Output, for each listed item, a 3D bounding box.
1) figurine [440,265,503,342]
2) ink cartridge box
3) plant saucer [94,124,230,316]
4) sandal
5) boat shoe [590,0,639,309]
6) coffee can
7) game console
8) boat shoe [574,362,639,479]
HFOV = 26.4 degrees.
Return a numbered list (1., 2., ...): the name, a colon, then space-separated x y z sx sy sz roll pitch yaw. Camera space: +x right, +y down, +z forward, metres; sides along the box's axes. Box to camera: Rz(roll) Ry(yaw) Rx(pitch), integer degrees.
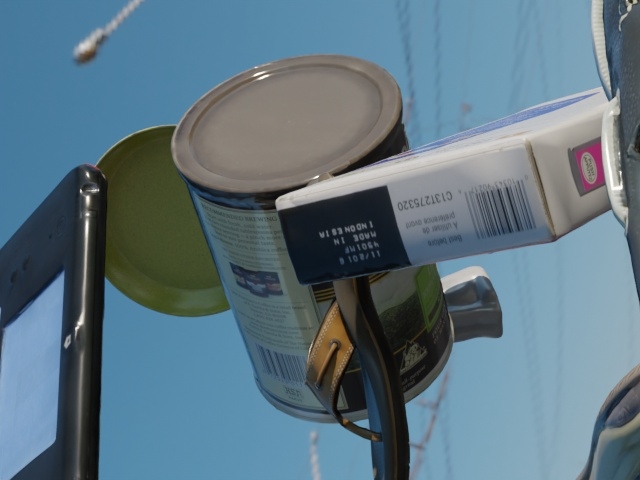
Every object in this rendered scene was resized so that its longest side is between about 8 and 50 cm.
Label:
1. figurine: 0.086 0.046 1.497 0.092 0.209 0.215 -108 7 -49
2. ink cartridge box: 0.150 -0.057 0.894 0.371 0.175 0.069 -26 -79 -51
3. plant saucer: -0.159 -0.026 1.602 0.037 0.241 0.241 -73 -9 -67
4. sandal: 0.013 0.067 0.899 0.090 0.060 0.219 -132 27 -84
5. boat shoe: 0.155 -0.036 0.476 0.091 0.114 0.303 55 -153 -67
6. coffee can: 0.000 0.000 1.238 0.201 0.201 0.275 -58 -36 -41
7. game console: -0.291 0.163 1.270 0.342 0.060 0.387 -44 40 44
8. boat shoe: 0.188 0.167 0.680 0.355 0.132 0.130 84 165 -60
